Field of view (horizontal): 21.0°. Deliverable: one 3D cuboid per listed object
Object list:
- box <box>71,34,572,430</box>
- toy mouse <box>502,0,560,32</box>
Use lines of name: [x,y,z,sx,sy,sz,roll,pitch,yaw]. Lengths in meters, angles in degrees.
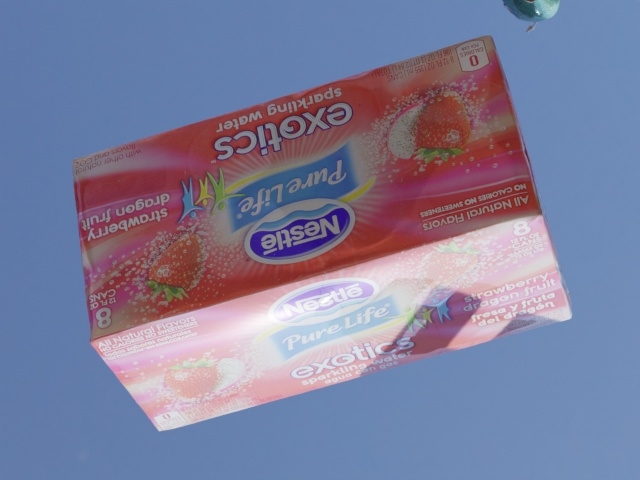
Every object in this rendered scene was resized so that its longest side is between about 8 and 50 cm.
box: [0.000,0.000,1.157,0.142,0.300,0.154,63,-166,-56]
toy mouse: [0.171,-0.189,1.178,0.161,0.143,0.031,-27,-121,-38]
